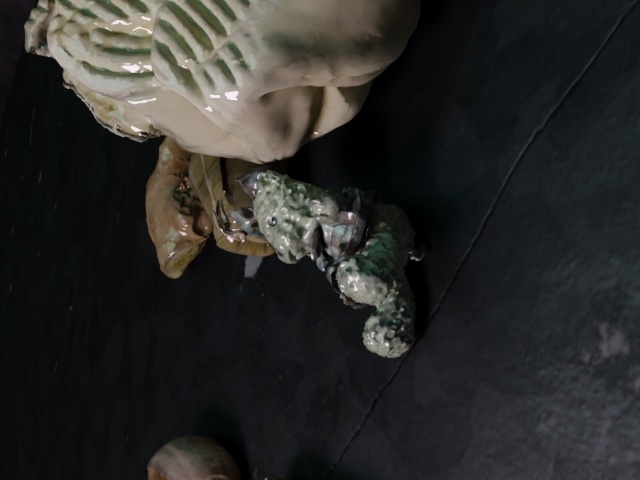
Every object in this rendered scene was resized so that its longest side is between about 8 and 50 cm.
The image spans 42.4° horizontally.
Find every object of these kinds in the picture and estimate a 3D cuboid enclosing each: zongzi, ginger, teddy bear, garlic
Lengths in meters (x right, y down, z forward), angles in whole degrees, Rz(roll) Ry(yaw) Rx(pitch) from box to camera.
[{"bbox_3d":[-0.108,-0.050,0.955,0.197,0.099,0.195,-41,43,44],"label":"zongzi"},{"bbox_3d":[-0.203,-0.057,1.141,0.137,0.074,0.213,-38,55,36],"label":"ginger"},{"bbox_3d":[0.020,-0.008,0.729,0.213,0.111,0.133,41,157,35],"label":"teddy bear"},{"bbox_3d":[-0.153,0.281,0.967,0.195,0.087,0.101,-1,94,55],"label":"garlic"}]

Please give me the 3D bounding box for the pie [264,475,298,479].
[{"bbox_3d":[-0.011,0.321,0.758,0.218,0.052,0.185,-3,85,60],"label":"pie"}]

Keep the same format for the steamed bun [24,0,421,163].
[{"bbox_3d":[-0.070,-0.230,0.811,0.394,0.237,0.347,-15,68,18],"label":"steamed bun"}]
